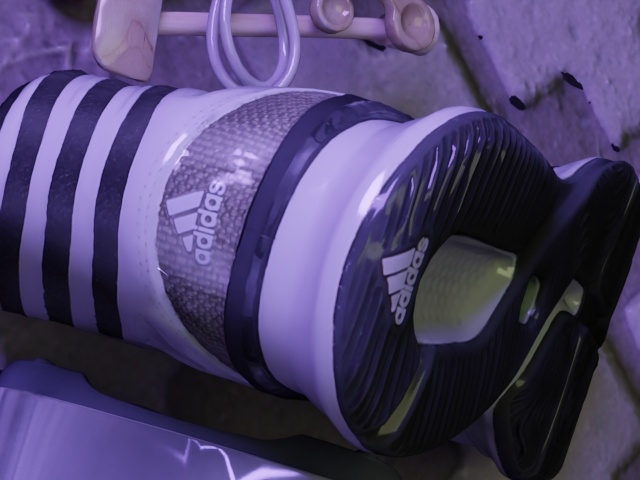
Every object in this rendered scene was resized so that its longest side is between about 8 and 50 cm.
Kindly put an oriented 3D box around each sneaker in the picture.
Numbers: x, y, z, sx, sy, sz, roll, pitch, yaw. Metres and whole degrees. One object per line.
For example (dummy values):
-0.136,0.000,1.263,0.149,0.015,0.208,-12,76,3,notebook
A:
0.000,-0.001,0.649,0.447,0.257,0.169,25,84,-66,sneaker

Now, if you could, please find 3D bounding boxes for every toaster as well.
-0.076,0.145,0.563,0.227,0.129,0.146,14,72,12,toaster

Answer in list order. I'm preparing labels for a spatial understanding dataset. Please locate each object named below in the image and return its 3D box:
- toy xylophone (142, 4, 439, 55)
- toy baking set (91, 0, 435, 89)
-0.048,-0.210,0.701,0.323,0.081,0.236,1,83,-35,toy xylophone
-0.016,-0.176,0.649,0.256,0.030,0.196,-22,97,-36,toy baking set
